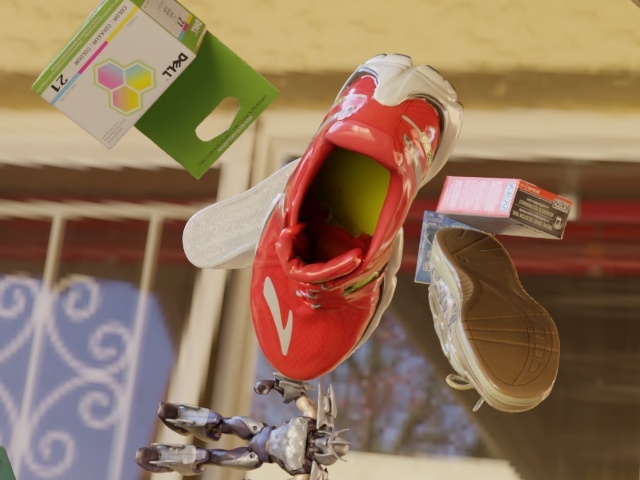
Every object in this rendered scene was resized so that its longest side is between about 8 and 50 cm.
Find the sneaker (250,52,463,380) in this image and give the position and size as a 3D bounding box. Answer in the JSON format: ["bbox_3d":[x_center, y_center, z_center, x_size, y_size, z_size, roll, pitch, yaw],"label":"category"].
[{"bbox_3d":[0.000,0.000,1.207,0.107,0.118,0.279,27,-48,9],"label":"sneaker"}]

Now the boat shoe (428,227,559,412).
[{"bbox_3d":[0.171,0.093,1.854,0.105,0.285,0.089,8,-59,-12],"label":"boat shoe"}]

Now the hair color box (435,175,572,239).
[{"bbox_3d":[0.186,-0.034,1.857,0.072,0.043,0.141,21,-6,-27],"label":"hair color box"}]

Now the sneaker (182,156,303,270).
[{"bbox_3d":[-0.005,-0.030,2.231,0.293,0.108,0.169,-16,-14,29],"label":"sneaker"}]

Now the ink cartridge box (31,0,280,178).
[{"bbox_3d":[-0.208,-0.196,2.335,0.255,0.097,0.189,39,-63,-13],"label":"ink cartridge box"}]

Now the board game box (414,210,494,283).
[{"bbox_3d":[0.167,0.014,2.245,0.090,0.090,0.020,8,-4,-1],"label":"board game box"}]

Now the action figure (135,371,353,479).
[{"bbox_3d":[-0.085,0.259,2.300,0.285,0.185,0.099,-2,-29,29],"label":"action figure"}]

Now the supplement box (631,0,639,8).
[{"bbox_3d":[0.331,-0.249,1.497,0.191,0.129,0.194,39,-3,-12],"label":"supplement box"}]

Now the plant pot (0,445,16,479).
[{"bbox_3d":[-0.413,0.308,1.892,0.166,0.165,0.234,-9,-18,-43],"label":"plant pot"}]
